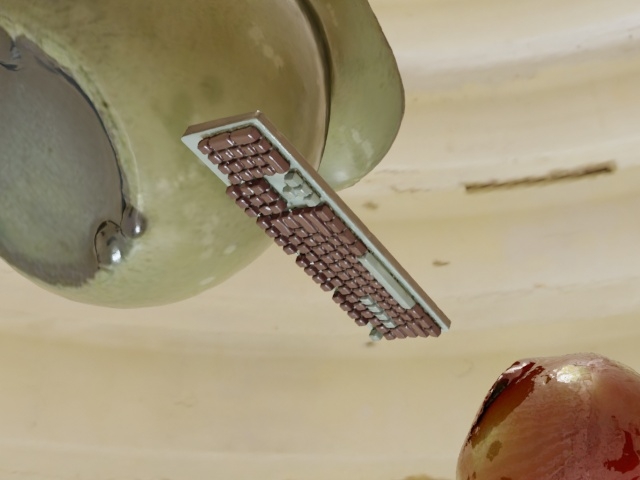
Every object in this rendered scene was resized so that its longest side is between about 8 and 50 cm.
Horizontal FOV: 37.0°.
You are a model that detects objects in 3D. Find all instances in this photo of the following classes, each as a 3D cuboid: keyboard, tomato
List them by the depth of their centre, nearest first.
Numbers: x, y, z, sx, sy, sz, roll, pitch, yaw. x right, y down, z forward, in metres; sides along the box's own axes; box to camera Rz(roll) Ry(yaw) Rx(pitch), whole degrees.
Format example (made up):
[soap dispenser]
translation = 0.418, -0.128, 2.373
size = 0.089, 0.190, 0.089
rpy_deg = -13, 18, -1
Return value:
[tomato]
translation = 0.089, 0.080, 0.341
size = 0.087, 0.087, 0.075
rpy_deg = 43, -175, -48
[keyboard]
translation = 0.000, 0.000, 0.469
size = 0.166, 0.055, 0.017
rpy_deg = 46, -123, -34

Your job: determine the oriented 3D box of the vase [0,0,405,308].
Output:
[vase]
translation = -0.096, -0.142, 0.623
size = 0.302, 0.241, 0.329
rpy_deg = -37, -60, -50
